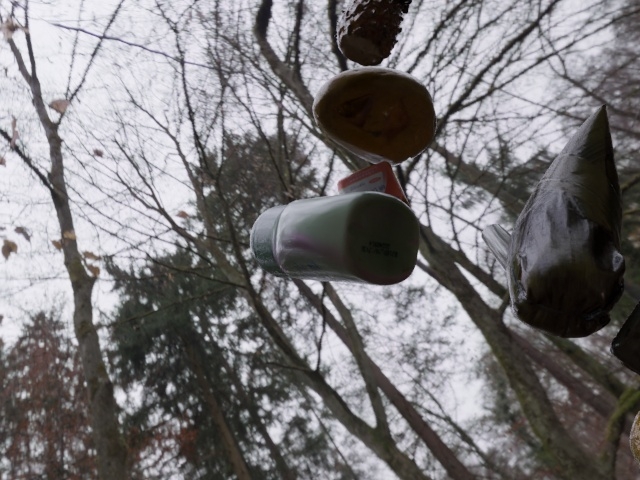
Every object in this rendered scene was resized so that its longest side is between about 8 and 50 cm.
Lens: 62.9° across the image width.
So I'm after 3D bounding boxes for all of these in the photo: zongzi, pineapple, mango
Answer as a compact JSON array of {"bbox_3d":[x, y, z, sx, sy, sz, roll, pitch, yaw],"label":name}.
[{"bbox_3d":[0.332,-0.043,0.673,0.286,0.138,0.300,-13,-62,-67],"label":"zongzi"},{"bbox_3d":[0.139,-0.560,1.218,0.141,0.170,0.310,34,-109,-35],"label":"pineapple"},{"bbox_3d":[0.146,-0.333,1.397,0.364,0.182,0.253,6,-69,-24],"label":"mango"}]

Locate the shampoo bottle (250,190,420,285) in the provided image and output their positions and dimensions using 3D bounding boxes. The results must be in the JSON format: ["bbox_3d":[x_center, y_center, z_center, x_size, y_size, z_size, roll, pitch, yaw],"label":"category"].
[{"bbox_3d":[0.000,0.000,0.952,0.221,0.349,0.152,10,-97,-36],"label":"shampoo bottle"}]

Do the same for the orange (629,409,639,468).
[{"bbox_3d":[0.320,0.182,0.453,0.095,0.085,0.085,37,-89,-8],"label":"orange"}]

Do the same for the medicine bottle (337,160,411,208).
[{"bbox_3d":[0.141,-0.068,1.267,0.149,0.222,0.112,-22,-37,6],"label":"medicine bottle"}]

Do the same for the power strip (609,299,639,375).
[{"bbox_3d":[0.452,0.091,0.553,0.198,0.064,0.213,30,-82,-1],"label":"power strip"}]

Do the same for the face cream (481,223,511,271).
[{"bbox_3d":[0.346,0.042,0.911,0.072,0.182,0.051,23,-63,-38],"label":"face cream"}]
